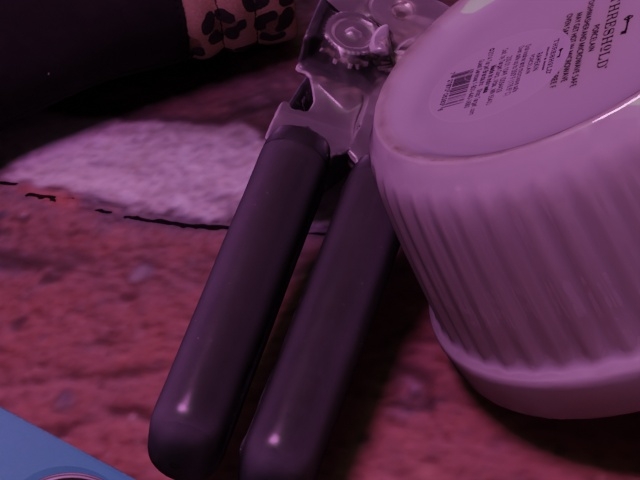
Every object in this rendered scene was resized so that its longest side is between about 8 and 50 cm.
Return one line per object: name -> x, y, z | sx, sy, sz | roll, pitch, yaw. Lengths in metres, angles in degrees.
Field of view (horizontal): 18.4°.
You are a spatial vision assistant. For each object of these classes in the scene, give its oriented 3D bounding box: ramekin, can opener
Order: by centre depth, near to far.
ramekin -> 0.117, -0.040, 0.768 | 0.207, 0.109, 0.207 | -26, 28, 15
can opener -> 0.000, 0.000, 0.854 | 0.076, 0.095, 0.283 | 19, 53, 3

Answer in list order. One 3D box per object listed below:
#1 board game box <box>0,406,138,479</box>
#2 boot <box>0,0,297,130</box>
board game box -> -0.233, 0.132, 0.669 | 0.336, 0.079, 0.254 | 25, 51, 18
boot -> -0.193, -0.220, 1.033 | 0.284, 0.138, 0.377 | -17, 74, -7
